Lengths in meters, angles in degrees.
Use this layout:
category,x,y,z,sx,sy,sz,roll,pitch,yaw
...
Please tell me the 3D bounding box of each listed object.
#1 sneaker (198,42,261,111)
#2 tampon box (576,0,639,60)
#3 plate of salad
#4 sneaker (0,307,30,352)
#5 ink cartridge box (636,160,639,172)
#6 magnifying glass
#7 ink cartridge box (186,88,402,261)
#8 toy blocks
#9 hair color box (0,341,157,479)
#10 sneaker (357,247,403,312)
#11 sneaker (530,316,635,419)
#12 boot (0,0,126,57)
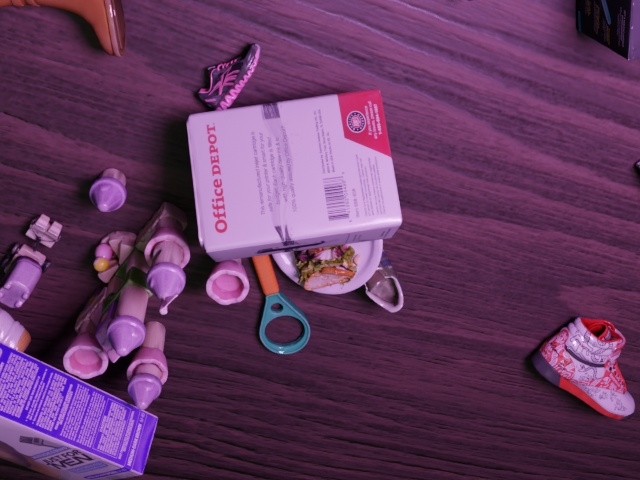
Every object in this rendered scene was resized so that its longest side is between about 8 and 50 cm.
category,x,y,z,sx,sy,sz,roll,pitch,yaw
sneaker,-0.131,-0.236,0.963,0.057,0.047,0.119,36,110,-12
tampon box,0.425,-0.330,0.906,0.101,0.161,0.121,-13,122,0
plate of salad,0.000,0.000,1.079,0.199,0.048,0.200,9,115,19
sneaker,-0.636,0.200,1.130,0.296,0.112,0.131,-35,111,3
ink cartridge box,0.732,-0.096,1.144,0.307,0.072,0.304,-33,118,10
magnifying glass,-0.079,0.109,1.184,0.092,0.026,0.231,-14,121,1
ink cartridge box,-0.039,-0.088,0.964,0.272,0.114,0.197,-8,80,-3
toy blocks,-0.303,0.091,1.007,0.308,0.260,0.288,35,111,-24
hair color box,-0.448,0.274,1.051,0.185,0.110,0.338,-23,132,35
sneaker,0.085,0.043,1.129,0.064,0.086,0.192,-31,119,11
sneaker,0.552,0.245,1.308,0.270,0.090,0.145,29,116,-19
boot,-0.344,-0.318,0.869,0.152,0.073,0.197,-15,109,1
